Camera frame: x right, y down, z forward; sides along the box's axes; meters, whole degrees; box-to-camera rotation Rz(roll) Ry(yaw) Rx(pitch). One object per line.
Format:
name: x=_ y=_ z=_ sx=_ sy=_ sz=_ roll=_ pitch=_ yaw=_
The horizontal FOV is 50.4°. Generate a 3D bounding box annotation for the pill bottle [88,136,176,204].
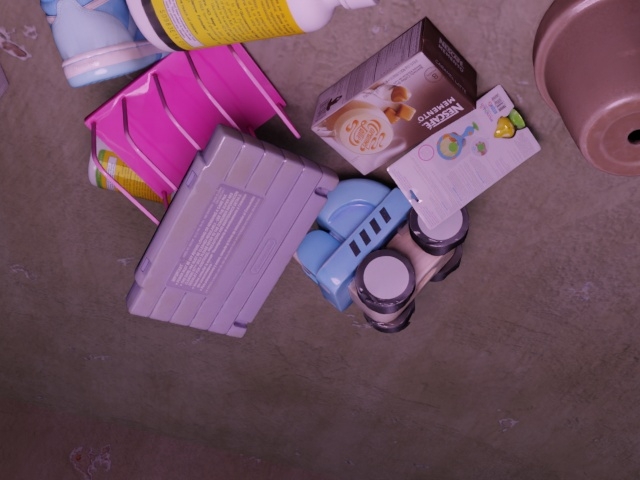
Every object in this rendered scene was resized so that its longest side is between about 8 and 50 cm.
pill bottle: x=-0.313 y=-0.143 z=1.332 sx=0.246 sy=0.136 sz=0.136 roll=15 pitch=141 yaw=-6

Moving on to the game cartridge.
game cartridge: x=-0.153 y=-0.004 z=1.126 sx=0.230 sy=0.068 sz=0.355 roll=21 pitch=114 yaw=-29

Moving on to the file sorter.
file sorter: x=-0.209 y=-0.183 z=1.130 sx=0.291 sy=0.182 sz=0.202 roll=-36 pitch=127 yaw=6

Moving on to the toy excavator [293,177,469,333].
toy excavator: x=0.000 y=0.000 z=1.324 sx=0.445 sy=0.433 sz=0.222 roll=41 pitch=170 yaw=19

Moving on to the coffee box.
coffee box: x=0.122 y=-0.233 z=1.140 sx=0.141 sy=0.098 sz=0.246 roll=38 pitch=135 yaw=-28

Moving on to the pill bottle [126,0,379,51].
pill bottle: x=-0.091 y=-0.378 z=0.953 sx=0.334 sy=0.188 sz=0.188 roll=-2 pitch=139 yaw=18

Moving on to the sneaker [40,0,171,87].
sneaker: x=-0.321 y=-0.356 z=1.012 sx=0.127 sy=0.319 sz=0.208 roll=-17 pitch=111 yaw=4

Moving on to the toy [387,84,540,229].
toy: x=0.244 y=-0.144 z=1.177 sx=0.237 sy=0.056 sz=0.137 roll=-36 pitch=104 yaw=6

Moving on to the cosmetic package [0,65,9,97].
cosmetic package: x=-0.659 y=-0.336 z=1.203 sx=0.107 sy=0.127 sz=0.238 roll=5 pitch=139 yaw=8

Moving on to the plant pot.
plant pot: x=0.443 y=-0.222 z=0.970 sx=0.263 sy=0.229 sz=0.263 roll=7 pitch=140 yaw=6
